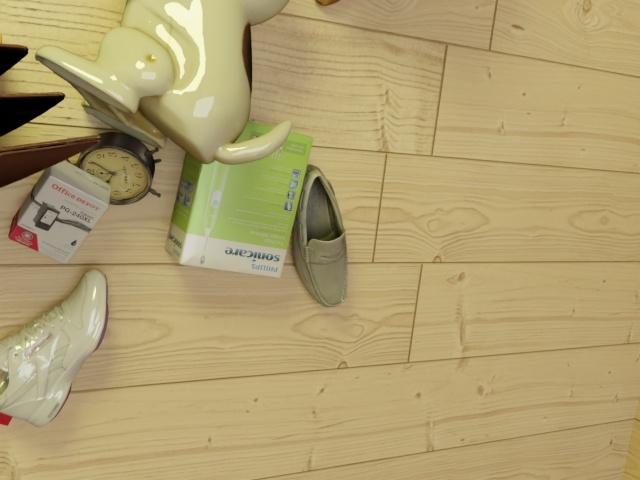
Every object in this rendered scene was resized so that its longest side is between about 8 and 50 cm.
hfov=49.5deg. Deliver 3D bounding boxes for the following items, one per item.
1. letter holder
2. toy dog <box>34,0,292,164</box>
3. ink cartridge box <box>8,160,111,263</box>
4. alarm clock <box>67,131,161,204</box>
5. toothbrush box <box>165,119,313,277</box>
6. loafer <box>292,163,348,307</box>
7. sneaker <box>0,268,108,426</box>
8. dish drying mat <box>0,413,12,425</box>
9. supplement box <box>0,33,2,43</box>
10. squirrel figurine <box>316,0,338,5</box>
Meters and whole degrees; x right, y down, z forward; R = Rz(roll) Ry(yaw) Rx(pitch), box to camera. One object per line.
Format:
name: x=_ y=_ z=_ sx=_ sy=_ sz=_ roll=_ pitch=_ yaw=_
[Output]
letter holder: x=-0.500 y=-0.167 z=1.026 sx=0.214 sy=0.301 sz=0.152 roll=-20 pitch=95 yaw=-55
toy dog: x=-0.187 y=-0.356 z=1.103 sx=0.395 sy=0.284 sz=0.408 roll=25 pitch=82 yaw=13
ink cartridge box: x=-0.443 y=-0.050 z=1.183 sx=0.109 sy=0.063 sz=0.150 roll=30 pitch=115 yaw=-29
alarm clock: x=-0.377 y=-0.129 z=1.213 sx=0.192 sy=0.064 sz=0.129 roll=2 pitch=132 yaw=-9
toothbrush box: x=-0.157 y=-0.088 z=1.322 sx=0.206 sy=0.122 sz=0.283 roll=9 pitch=97 yaw=-28
loafer: x=0.000 y=0.000 z=1.431 sx=0.112 sy=0.111 sz=0.320 roll=-24 pitch=112 yaw=-20
sneaker: x=-0.481 y=0.181 z=1.224 sx=0.152 sy=0.114 sz=0.305 roll=29 pitch=89 yaw=-31
dish drying mat: x=-0.600 y=0.309 z=1.257 sx=0.083 sy=0.008 sz=0.032 roll=30 pitch=87 yaw=-29
supplement box: x=-0.591 y=-0.290 z=1.055 sx=0.188 sy=0.104 sz=0.081 roll=3 pitch=101 yaw=-28
squirrel figurine: x=0.163 y=-0.603 z=1.215 sx=0.397 sy=0.370 sz=0.281 roll=-25 pitch=113 yaw=-20
